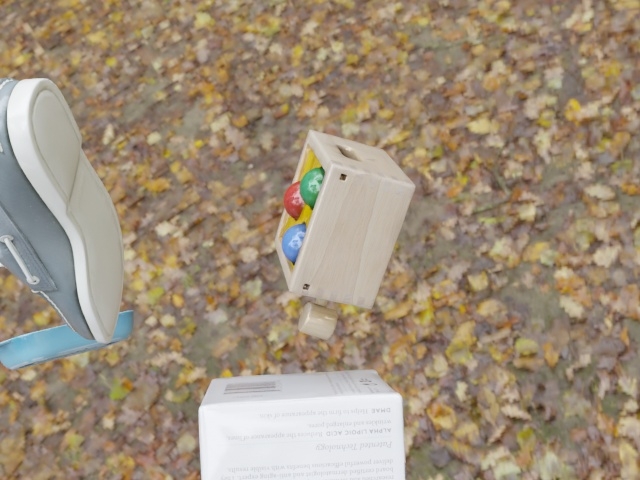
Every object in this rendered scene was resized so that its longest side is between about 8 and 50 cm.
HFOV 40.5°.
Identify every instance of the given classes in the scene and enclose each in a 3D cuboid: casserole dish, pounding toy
[{"bbox_3d":[-0.321,0.128,1.103,0.114,0.188,0.037,-22,81,46],"label":"casserole dish"},{"bbox_3d":[-0.003,0.002,0.868,0.094,0.206,0.181,14,18,-15],"label":"pounding toy"}]

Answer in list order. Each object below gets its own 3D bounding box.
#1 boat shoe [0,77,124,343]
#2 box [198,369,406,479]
[{"bbox_3d":[-0.260,-0.017,0.813,0.099,0.319,0.116,0,49,5],"label":"boat shoe"},{"bbox_3d":[-0.019,0.196,0.830,0.182,0.181,0.119,-3,89,-4],"label":"box"}]
